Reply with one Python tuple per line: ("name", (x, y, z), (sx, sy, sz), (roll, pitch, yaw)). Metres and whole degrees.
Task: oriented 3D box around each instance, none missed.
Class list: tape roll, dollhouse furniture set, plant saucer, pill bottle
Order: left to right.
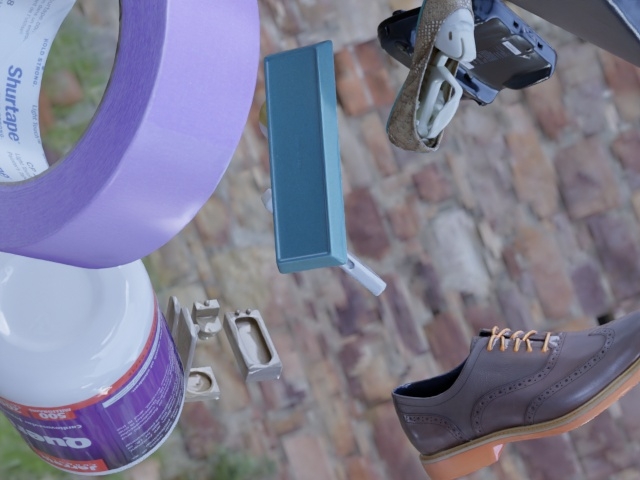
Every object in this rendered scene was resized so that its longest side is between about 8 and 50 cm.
("tape roll", (-0.172, -0.121, 1.064), (0.090, 0.275, 0.275), (15, 49, -49))
("pill bottle", (-0.231, 0.118, 1.481), (0.323, 0.181, 0.181), (82, -10, -64))
("dollhouse furniture set", (-0.127, 0.118, 2.029), (0.144, 0.151, 0.123), (-116, -149, -44))
("plant saucer", (-0.016, -0.071, 1.273), (0.018, 0.067, 0.192), (10, 73, -58))

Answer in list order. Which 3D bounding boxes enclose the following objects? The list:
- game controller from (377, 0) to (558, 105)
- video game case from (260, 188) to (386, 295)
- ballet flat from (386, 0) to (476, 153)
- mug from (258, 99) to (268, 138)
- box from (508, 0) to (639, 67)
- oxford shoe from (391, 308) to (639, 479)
("game controller", (0.204, -0.258, 2.052), (0.319, 0.166, 0.067), (21, 50, -61))
("video game case", (0.000, 0.000, 1.884), (0.173, 0.022, 0.190), (39, 1, -6))
("ballet flat", (0.130, -0.185, 1.604), (0.067, 0.073, 0.206), (34, -60, 37))
("mug", (-0.024, -0.107, 1.418), (0.078, 0.062, 0.064), (29, 16, -35))
("box", (0.235, -0.459, 1.243), (0.297, 0.472, 0.480), (32, 2, 33))
("oxford shoe", (0.242, 0.154, 1.765), (0.133, 0.363, 0.130), (57, 23, -6))
